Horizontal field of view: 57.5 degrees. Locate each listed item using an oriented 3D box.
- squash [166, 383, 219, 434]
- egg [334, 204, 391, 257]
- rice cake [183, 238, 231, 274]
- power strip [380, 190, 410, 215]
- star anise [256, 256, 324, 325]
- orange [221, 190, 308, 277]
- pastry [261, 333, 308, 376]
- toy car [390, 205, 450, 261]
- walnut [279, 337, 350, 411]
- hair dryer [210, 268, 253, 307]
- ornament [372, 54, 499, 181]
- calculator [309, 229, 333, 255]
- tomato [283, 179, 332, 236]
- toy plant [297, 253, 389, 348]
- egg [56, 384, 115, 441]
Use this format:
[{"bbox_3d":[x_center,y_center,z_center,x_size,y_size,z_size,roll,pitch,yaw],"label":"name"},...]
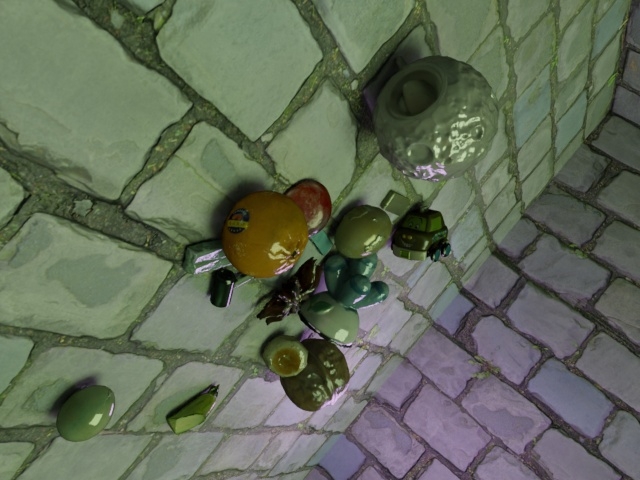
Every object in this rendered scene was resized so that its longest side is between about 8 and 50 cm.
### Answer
[{"bbox_3d":[-0.392,0.545,1.885,0.200,0.075,0.090,-36,124,-29],"label":"squash"},{"bbox_3d":[0.135,-0.028,1.883,0.202,0.164,0.164,-37,151,-13],"label":"egg"},{"bbox_3d":[-0.252,0.032,1.488,0.226,0.040,0.085,-15,137,-49],"label":"rice cake"},{"bbox_3d":[0.273,-0.132,2.100,0.076,0.028,0.169,-56,151,11],"label":"power strip"},{"bbox_3d":[-0.091,0.167,1.852,0.288,0.088,0.288,-43,168,-12],"label":"star anise"},{"bbox_3d":[-0.134,-0.015,1.431,0.219,0.193,0.219,6,90,-65],"label":"orange"},{"bbox_3d":[-0.125,0.406,2.049,0.165,0.166,0.088,-56,-167,11],"label":"pastry"},{"bbox_3d":[0.395,-0.036,2.280,0.248,0.204,0.198,-21,117,-47],"label":"toy car"},{"bbox_3d":[-0.024,0.505,2.196,0.227,0.273,0.273,-23,172,37],"label":"walnut"},{"bbox_3d":[-0.224,0.106,1.628,0.198,0.057,0.100,-31,148,-50],"label":"hair dryer"},{"bbox_3d":[0.315,-0.321,1.578,0.337,0.337,0.337,-37,150,-25],"label":"ornament"},{"bbox_3d":[0.000,0.000,1.858,0.057,0.018,0.172,-47,153,-5],"label":"calculator"},{"bbox_3d":[-0.033,-0.075,1.624,0.189,0.099,0.173,0,127,-55],"label":"tomato"},{"bbox_3d":[0.095,0.174,2.010,0.332,0.247,0.247,-58,153,9],"label":"toy plant"},{"bbox_3d":[-0.565,0.417,1.411,0.152,0.114,0.114,-43,153,-4],"label":"egg"}]
